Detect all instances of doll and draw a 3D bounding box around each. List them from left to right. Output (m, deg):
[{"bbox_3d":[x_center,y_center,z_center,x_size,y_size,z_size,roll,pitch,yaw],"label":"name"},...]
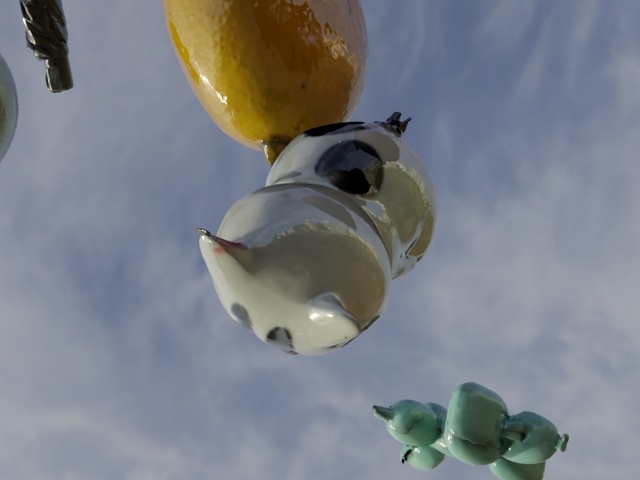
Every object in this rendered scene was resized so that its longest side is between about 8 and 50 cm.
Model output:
[{"bbox_3d":[0.002,-0.001,0.686,0.180,0.110,0.106,-54,-14,-51],"label":"doll"},{"bbox_3d":[0.123,0.153,0.928,0.158,0.159,0.059,41,-122,-58],"label":"doll"}]

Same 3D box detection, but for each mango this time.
[{"bbox_3d":[-0.045,-0.200,0.963,0.177,0.316,0.119,0,-18,-37],"label":"mango"}]

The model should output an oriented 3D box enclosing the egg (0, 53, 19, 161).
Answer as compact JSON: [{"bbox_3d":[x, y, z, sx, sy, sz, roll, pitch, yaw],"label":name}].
[{"bbox_3d":[-0.373,-0.114,1.090,0.169,0.169,0.236,1,-19,-38],"label":"egg"}]

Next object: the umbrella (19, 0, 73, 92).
[{"bbox_3d":[-0.355,-0.299,1.494,0.066,0.059,0.235,-51,-40,-58],"label":"umbrella"}]
